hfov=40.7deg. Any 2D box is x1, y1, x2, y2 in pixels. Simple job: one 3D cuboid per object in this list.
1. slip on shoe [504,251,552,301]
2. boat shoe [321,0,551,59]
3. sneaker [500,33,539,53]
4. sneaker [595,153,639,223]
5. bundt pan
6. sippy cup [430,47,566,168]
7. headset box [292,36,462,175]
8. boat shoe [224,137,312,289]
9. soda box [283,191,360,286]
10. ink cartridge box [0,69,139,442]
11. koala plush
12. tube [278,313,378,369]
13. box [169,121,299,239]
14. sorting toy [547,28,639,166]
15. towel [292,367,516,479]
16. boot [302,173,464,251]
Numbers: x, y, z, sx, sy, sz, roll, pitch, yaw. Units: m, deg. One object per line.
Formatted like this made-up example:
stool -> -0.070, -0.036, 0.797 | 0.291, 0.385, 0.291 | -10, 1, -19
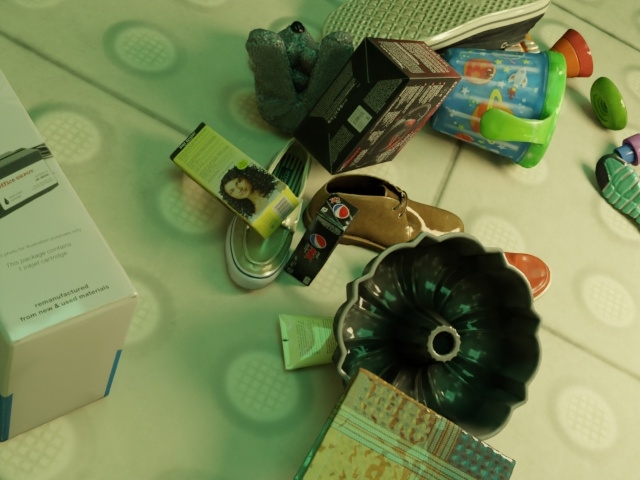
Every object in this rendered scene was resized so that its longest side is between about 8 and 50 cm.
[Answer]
slip on shoe -> 0.271, 0.055, 1.507 | 0.331, 0.101, 0.123 | 3, 53, -23
boat shoe -> 0.246, -0.451, 1.830 | 0.500, 0.156, 0.187 | -15, 62, -11
sneaker -> 0.441, -0.414, 1.937 | 0.084, 0.083, 0.215 | 1, 55, 3
sneaker -> 0.669, -0.090, 1.815 | 0.223, 0.083, 0.098 | 53, 33, 13
bundt pan -> 0.162, 0.147, 1.308 | 0.331, 0.124, 0.331 | -1, 92, -16
sippy cup -> 0.341, -0.280, 1.719 | 0.224, 0.305, 0.240 | 12, 81, 0
headset box -> 0.112, -0.241, 1.535 | 0.110, 0.218, 0.293 | 46, 28, 13
boat shoe -> -0.084, -0.056, 1.442 | 0.109, 0.094, 0.302 | 20, 50, -8
soda box -> 0.000, 0.000, 1.387 | 0.053, 0.169, 0.060 | 35, 50, 3
ink cartridge box -> -0.418, 0.015, 1.122 | 0.166, 0.285, 0.395 | -22, 66, -33
koala plush -> -0.051, -0.329, 1.631 | 0.196, 0.203, 0.221 | -1, 34, -9
tube -> 0.054, 0.156, 1.373 | 0.240, 0.062, 0.070 | 0, 21, -19
box -> -0.142, -0.100, 1.402 | 0.232, 0.058, 0.087 | 36, 81, 35
sorting toy -> 0.587, -0.304, 1.929 | 0.126, 0.127, 0.365 | -23, 66, -2
towel -> 0.074, 0.389, 1.138 | 0.271, 0.040, 0.370 | 32, 67, -3
boot -> 0.131, -0.045, 1.514 | 0.305, 0.115, 0.112 | 7, 51, -20
